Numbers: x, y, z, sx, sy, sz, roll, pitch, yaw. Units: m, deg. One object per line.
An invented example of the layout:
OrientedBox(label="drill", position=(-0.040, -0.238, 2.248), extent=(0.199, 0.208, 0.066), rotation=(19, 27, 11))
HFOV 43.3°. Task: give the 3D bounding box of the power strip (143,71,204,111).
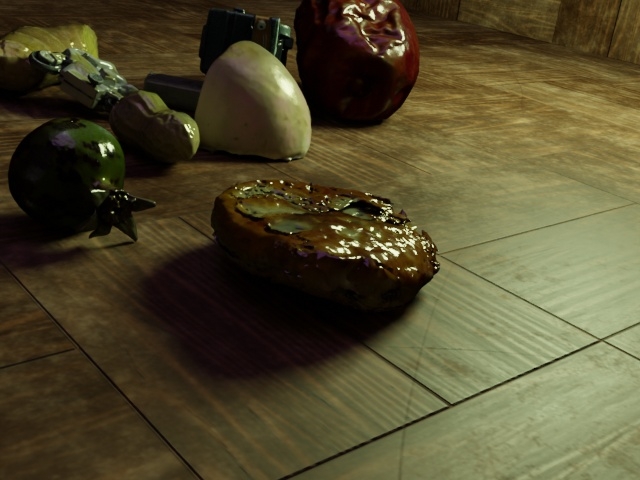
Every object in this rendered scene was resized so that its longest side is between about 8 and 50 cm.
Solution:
OrientedBox(label="power strip", position=(-0.228, -0.286, 1.609), extent=(0.272, 0.052, 0.078), rotation=(13, 23, 12))

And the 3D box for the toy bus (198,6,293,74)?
OrientedBox(label="toy bus", position=(-0.147, -0.375, 1.634), extent=(0.167, 0.139, 0.275), rotation=(10, 4, -1))

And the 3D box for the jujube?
OrientedBox(label="jujube", position=(0.071, -0.411, 1.735), extent=(0.276, 0.276, 0.377), rotation=(4, 41, -7))

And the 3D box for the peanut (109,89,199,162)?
OrientedBox(label="peanut", position=(-0.265, -0.183, 1.296), extent=(0.090, 0.099, 0.214), rotation=(-3, 25, -46))

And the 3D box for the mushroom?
OrientedBox(label="mushroom", position=(-0.082, -0.244, 1.398), extent=(0.162, 0.173, 0.236), rotation=(23, 27, 28))

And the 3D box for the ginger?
OrientedBox(label="ginger", position=(-0.557, -0.372, 1.632), extent=(0.190, 0.126, 0.354), rotation=(6, 18, 24))

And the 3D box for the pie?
OrientedBox(label="pie", position=(0.000, -0.001, 0.960), extent=(0.308, 0.085, 0.308), rotation=(8, 19, -3))

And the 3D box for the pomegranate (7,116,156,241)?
OrientedBox(label="pomegranate", position=(-0.300, -0.067, 0.986), extent=(0.148, 0.148, 0.169), rotation=(-11, 54, -36))

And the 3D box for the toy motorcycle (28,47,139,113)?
OrientedBox(label="toy motorcycle", position=(-0.424, -0.299, 1.510), extent=(0.228, 0.074, 0.151), rotation=(29, 26, 0))
